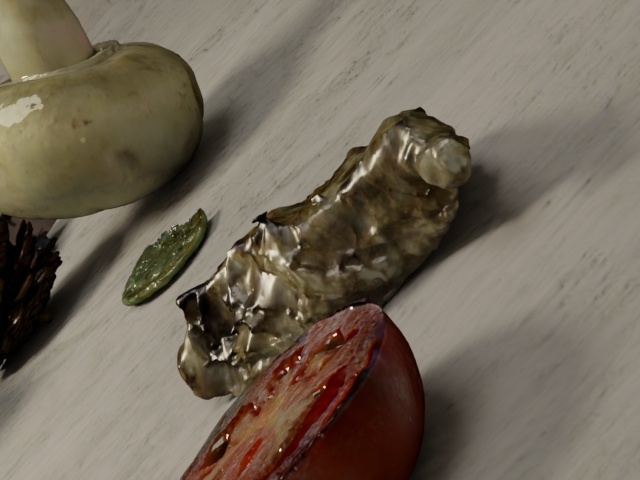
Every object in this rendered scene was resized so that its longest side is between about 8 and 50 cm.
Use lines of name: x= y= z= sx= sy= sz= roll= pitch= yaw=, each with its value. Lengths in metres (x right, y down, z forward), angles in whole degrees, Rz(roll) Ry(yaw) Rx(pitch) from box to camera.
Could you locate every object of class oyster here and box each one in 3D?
oyster: x=0.016 y=-0.021 z=1.386 sx=0.396 sy=0.111 sz=0.204 roll=-38 pitch=17 yaw=42

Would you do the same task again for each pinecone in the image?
pinecone: x=-0.415 y=0.054 z=2.126 sx=0.208 sy=0.208 sz=0.208 roll=-43 pitch=18 yaw=18

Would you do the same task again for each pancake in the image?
pancake: x=-0.171 y=0.023 z=1.871 sx=0.129 sy=0.022 sz=0.116 roll=-32 pitch=26 yaw=42

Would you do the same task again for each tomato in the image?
tomato: x=-0.010 y=0.143 z=1.121 sx=0.225 sy=0.085 sz=0.225 roll=-46 pitch=15 yaw=16

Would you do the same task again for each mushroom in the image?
mushroom: x=-0.326 y=-0.148 z=2.112 sx=0.315 sy=0.356 sz=0.315 roll=-160 pitch=90 yaw=-84

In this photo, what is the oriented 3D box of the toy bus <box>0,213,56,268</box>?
toy bus: x=-0.446 y=0.048 z=2.373 sx=0.112 sy=0.090 sz=0.274 roll=-44 pitch=17 yaw=36
